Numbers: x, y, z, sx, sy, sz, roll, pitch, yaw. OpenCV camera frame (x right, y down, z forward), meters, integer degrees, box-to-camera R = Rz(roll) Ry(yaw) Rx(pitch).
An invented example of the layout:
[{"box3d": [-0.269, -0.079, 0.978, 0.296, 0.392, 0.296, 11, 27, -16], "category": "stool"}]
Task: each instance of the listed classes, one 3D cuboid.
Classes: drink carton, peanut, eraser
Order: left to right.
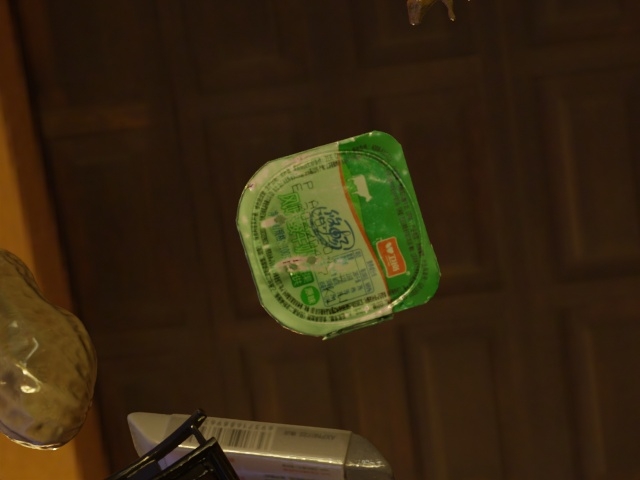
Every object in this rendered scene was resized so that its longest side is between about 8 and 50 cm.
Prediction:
[{"box3d": [-0.220, 0.070, 1.265, 0.194, 0.093, 0.083, 55, 167, 38], "category": "peanut"}, {"box3d": [-0.075, 0.272, 2.168, 0.089, 0.352, 0.061, 82, -163, -44], "category": "eraser"}, {"box3d": [0.000, 0.000, 1.420, 0.142, 0.144, 0.146, 175, 78, -79], "category": "drink carton"}]

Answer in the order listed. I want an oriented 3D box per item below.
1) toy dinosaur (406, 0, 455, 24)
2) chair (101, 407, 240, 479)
[{"box3d": [0.133, -0.307, 1.782, 0.039, 0.126, 0.162, -43, -60, -67], "category": "toy dinosaur"}, {"box3d": [-0.125, 0.252, 1.525, 0.260, 0.154, 0.141, 52, 170, 38], "category": "chair"}]
